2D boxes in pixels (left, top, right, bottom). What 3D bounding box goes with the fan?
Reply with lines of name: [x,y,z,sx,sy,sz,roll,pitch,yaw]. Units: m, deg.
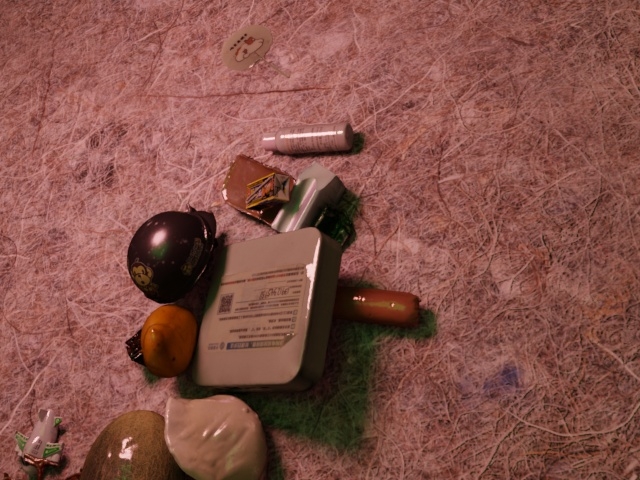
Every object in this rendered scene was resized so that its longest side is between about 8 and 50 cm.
fan: [-0.203,-0.601,2.322,0.191,0.009,0.329,-44,56,-4]

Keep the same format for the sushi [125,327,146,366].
sushi: [-0.471,0.285,1.926,0.084,0.098,0.094,-40,59,0]

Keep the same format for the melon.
melon: [-0.441,0.565,1.687,0.248,0.249,0.329,-9,53,18]

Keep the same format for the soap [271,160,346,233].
soap: [-0.025,-0.097,1.917,0.091,0.145,0.231,26,81,21]

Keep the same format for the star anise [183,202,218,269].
star anise: [-0.368,0.023,2.016,0.236,0.109,0.223,-34,47,24]

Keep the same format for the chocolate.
chocolate: [-0.159,-0.137,2.024,0.261,0.083,0.161,29,95,32]

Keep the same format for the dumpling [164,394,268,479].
dumpling: [-0.243,0.468,1.657,0.187,0.242,0.318,-46,53,14]

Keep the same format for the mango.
mango: [-0.389,0.255,1.804,0.120,0.295,0.177,-7,94,9]

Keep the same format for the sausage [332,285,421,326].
sausage: [0.108,0.159,1.761,0.288,0.086,0.086,4,66,26]

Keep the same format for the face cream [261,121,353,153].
face cream: [-0.042,-0.292,2.055,0.268,0.082,0.082,0,65,22]

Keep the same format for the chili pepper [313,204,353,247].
chili pepper: [0.002,0.000,1.886,0.216,0.108,0.062,-57,26,-8]

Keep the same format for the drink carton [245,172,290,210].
drink carton: [-0.143,-0.127,1.893,0.165,0.056,0.071,-15,68,56]

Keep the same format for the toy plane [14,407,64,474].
toy plane: [-0.756,0.541,1.925,0.173,0.080,0.174,-9,65,19]

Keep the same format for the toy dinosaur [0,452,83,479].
toy dinosaur: [-0.713,0.660,1.815,0.327,0.113,0.207,18,86,12]

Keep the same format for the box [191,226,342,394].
box: [-0.138,0.182,1.779,0.395,0.111,0.397,-11,60,41]

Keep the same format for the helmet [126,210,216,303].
helmet: [-0.404,0.017,1.867,0.230,0.160,0.279,6,70,44]
